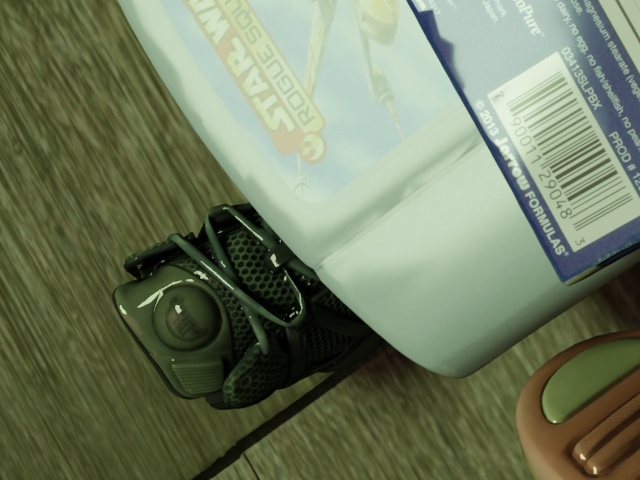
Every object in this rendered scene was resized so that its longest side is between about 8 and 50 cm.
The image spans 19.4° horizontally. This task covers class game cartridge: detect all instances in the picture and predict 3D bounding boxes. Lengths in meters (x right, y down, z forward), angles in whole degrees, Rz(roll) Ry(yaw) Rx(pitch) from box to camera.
[{"bbox_3d":[0.024,-0.110,0.665,0.198,0.062,0.297,-37,79,21],"label":"game cartridge"}]

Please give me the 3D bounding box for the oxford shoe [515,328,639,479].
[{"bbox_3d":[0.213,0.173,0.594,0.397,0.140,0.146,38,142,34],"label":"oxford shoe"}]

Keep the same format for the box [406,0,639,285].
[{"bbox_3d":[0.138,-0.098,0.560,0.225,0.036,0.136,-31,83,27],"label":"box"}]

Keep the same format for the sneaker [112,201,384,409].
[{"bbox_3d":[0.000,0.000,0.756,0.087,0.130,0.227,54,139,11],"label":"sneaker"}]
